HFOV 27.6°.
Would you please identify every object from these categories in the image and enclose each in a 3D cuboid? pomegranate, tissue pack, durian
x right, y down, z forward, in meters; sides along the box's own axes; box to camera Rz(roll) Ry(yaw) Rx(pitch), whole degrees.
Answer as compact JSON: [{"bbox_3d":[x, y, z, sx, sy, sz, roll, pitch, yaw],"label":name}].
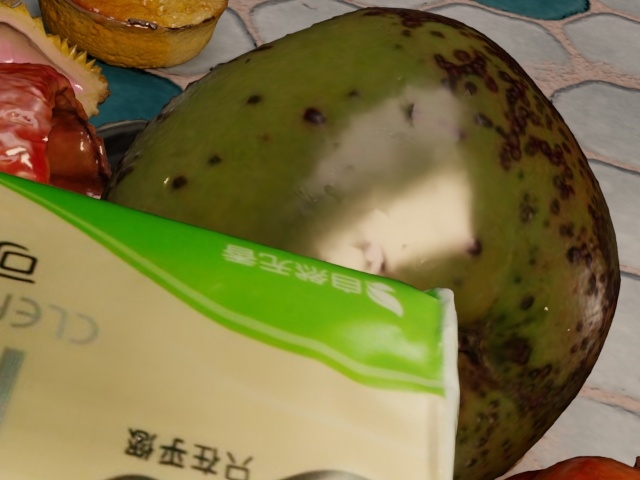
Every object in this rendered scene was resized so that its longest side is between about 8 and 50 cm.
[{"bbox_3d":[0.000,0.000,0.747,0.285,0.285,0.341,-4,21,-24],"label":"pomegranate"},{"bbox_3d":[-0.192,0.134,0.473,0.405,0.331,0.205,16,35,-7],"label":"tissue pack"},{"bbox_3d":[-0.252,-0.097,0.962,0.132,0.165,0.182,39,76,-3],"label":"durian"}]

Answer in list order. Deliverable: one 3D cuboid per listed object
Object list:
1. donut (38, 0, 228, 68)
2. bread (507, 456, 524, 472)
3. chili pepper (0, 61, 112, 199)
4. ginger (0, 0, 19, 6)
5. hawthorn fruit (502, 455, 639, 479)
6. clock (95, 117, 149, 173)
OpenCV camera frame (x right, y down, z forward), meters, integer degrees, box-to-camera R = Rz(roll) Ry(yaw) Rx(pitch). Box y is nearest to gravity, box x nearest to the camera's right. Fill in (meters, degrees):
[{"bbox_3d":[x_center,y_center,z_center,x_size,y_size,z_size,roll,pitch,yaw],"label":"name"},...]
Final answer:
[{"bbox_3d":[-0.178,-0.212,1.183,0.181,0.078,0.146,15,37,-9],"label":"donut"},{"bbox_3d":[0.104,0.111,0.874,0.083,0.044,0.110,17,34,9],"label":"bread"},{"bbox_3d":[-0.255,-0.001,0.711,0.305,0.229,0.251,-10,25,-10],"label":"chili pepper"},{"bbox_3d":[-0.286,-0.236,1.103,0.259,0.065,0.149,-33,42,-12],"label":"ginger"},{"bbox_3d":[0.153,0.210,0.654,0.185,0.185,0.202,12,57,-4],"label":"hawthorn fruit"},{"bbox_3d":[-0.077,0.006,0.940,0.281,0.055,0.280,10,36,-7],"label":"clock"}]
